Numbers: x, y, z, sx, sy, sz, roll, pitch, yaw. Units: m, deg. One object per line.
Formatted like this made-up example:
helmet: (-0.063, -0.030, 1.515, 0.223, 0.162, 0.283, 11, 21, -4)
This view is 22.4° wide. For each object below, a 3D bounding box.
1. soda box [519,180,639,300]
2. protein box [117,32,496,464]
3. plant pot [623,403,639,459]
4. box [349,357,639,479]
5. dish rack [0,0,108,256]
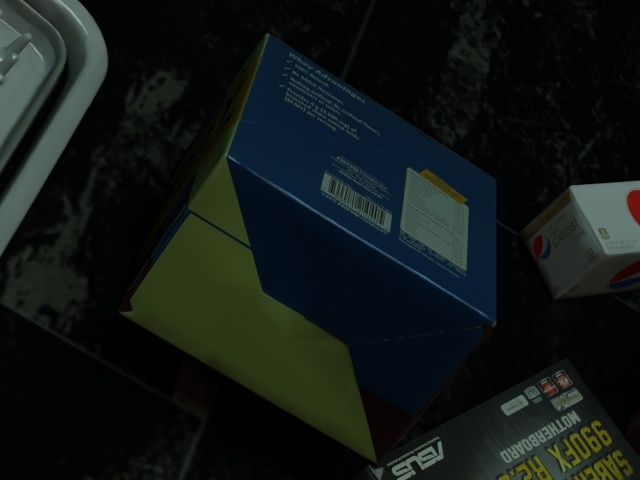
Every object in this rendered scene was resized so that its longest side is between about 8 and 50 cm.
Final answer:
soda box: (0.275, -0.005, 1.356, 0.216, 0.074, 0.069, -6, 60, -39)
protein box: (0.000, 0.000, 1.072, 0.199, 0.136, 0.201, 32, 27, -11)
plant pot: (0.378, 0.135, 1.178, 0.272, 0.265, 0.272, 19, 48, -23)
box: (0.143, 0.200, 1.108, 0.231, 0.056, 0.183, -20, 69, -43)
dish rack: (-0.314, -0.134, 1.013, 0.333, 0.072, 0.286, 38, 41, -16)
